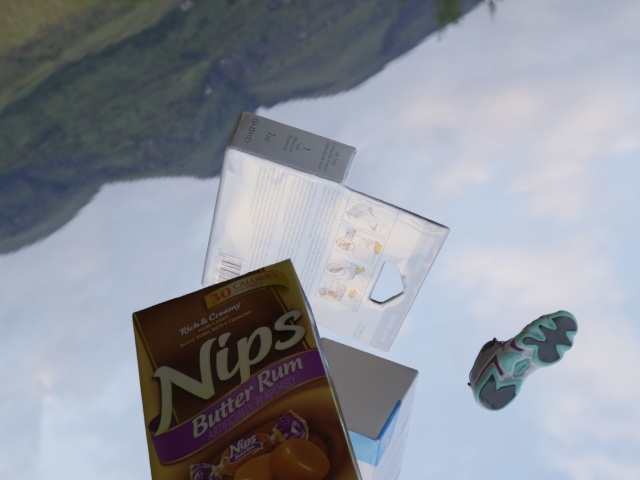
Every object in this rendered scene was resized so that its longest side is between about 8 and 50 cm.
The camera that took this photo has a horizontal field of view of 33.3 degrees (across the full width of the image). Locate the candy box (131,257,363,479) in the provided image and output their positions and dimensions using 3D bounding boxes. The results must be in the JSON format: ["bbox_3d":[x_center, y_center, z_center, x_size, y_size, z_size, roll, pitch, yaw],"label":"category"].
[{"bbox_3d":[-0.043,0.102,0.615,0.109,0.053,0.186,-20,-140,0],"label":"candy box"}]

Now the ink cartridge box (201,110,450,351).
[{"bbox_3d":[0.000,0.000,1.284,0.296,0.261,0.066,109,0,-55],"label":"ink cartridge box"}]

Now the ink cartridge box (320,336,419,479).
[{"bbox_3d":[0.017,0.172,0.886,0.090,0.143,0.092,18,-143,17],"label":"ink cartridge box"}]

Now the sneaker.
[{"bbox_3d":[0.150,0.083,0.826,0.098,0.038,0.069,-40,-168,3],"label":"sneaker"}]
